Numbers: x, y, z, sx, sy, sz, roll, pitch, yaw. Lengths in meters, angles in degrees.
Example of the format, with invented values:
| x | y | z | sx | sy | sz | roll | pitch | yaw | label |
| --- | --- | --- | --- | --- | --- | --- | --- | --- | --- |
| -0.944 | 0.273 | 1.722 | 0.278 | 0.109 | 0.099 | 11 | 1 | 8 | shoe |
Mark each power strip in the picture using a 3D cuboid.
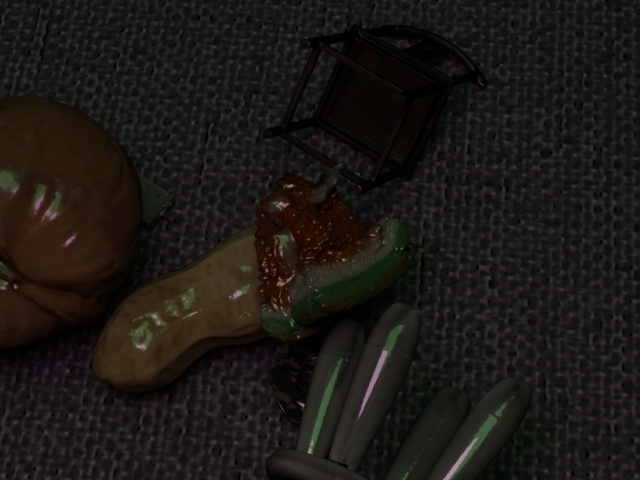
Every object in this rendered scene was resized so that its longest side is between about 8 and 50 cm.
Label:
| x | y | z | sx | sy | sz | roll | pitch | yaw | label |
| --- | --- | --- | --- | --- | --- | --- | --- | --- | --- |
| -0.224 | -0.057 | 1.720 | 0.136 | 0.019 | 0.051 | 32 | 66 | 17 | power strip |

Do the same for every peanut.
| x | y | z | sx | sy | sz | roll | pitch | yaw | label |
| --- | --- | --- | --- | --- | --- | --- | --- | --- | --- |
| -0.122 | 0.079 | 1.595 | 0.274 | 0.111 | 0.125 | -31 | 44 | -11 | peanut |

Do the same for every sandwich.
| x | y | z | sx | sy | sz | roll | pitch | yaw | label |
| --- | --- | --- | --- | --- | --- | --- | --- | --- | --- |
| -0.004 | 0.005 | 1.536 | 0.160 | 0.109 | 0.185 | 56 | 44 | -4 | sandwich |

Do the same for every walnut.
| x | y | z | sx | sy | sz | roll | pitch | yaw | label |
| --- | --- | --- | --- | --- | --- | --- | --- | --- | --- |
| -0.333 | -0.021 | 1.568 | 0.296 | 0.285 | 0.285 | -35 | 65 | 6 | walnut |

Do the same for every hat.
| x | y | z | sx | sy | sz | roll | pitch | yaw | label |
| --- | --- | --- | --- | --- | --- | --- | --- | --- | --- |
| 0.007 | 0.152 | 1.586 | 0.121 | 0.050 | 0.121 | 1 | 62 | -1 | hat |

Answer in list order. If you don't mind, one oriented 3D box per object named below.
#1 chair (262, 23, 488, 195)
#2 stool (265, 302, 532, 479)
| x | y | z | sx | sy | sz | roll | pitch | yaw | label |
| --- | --- | --- | --- | --- | --- | --- | --- | --- | --- |
| 0.067 | -0.163 | 1.709 | 0.154 | 0.141 | 0.260 | 32 | 23 | 17 | chair |
| 0.070 | 0.191 | 1.469 | 0.195 | 0.195 | 0.199 | 31 | 73 | -13 | stool |
